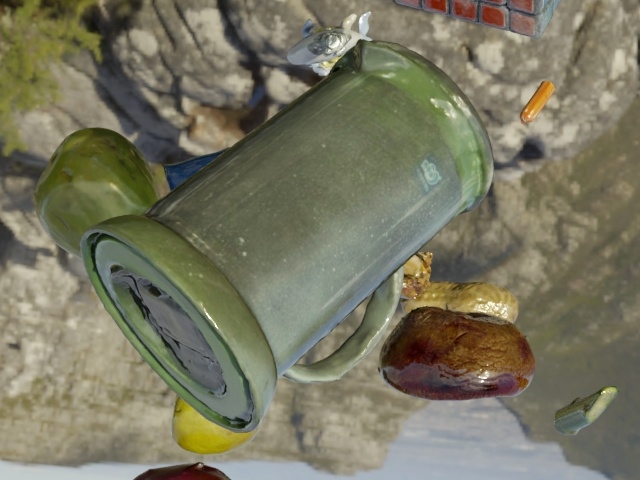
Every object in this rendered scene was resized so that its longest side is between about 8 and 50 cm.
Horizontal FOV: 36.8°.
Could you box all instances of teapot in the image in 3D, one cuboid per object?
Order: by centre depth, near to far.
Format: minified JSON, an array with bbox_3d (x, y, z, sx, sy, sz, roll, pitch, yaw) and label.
[{"bbox_3d":[0.000,0.000,0.833,0.200,0.337,0.270,20,141,45],"label":"teapot"}]

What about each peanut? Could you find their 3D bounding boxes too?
[{"bbox_3d":[0.263,0.123,1.835,0.226,0.095,0.108,4,176,19],"label":"peanut"}]

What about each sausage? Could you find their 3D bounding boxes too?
[{"bbox_3d":[0.404,-0.255,1.809,0.031,0.107,0.031,29,154,16],"label":"sausage"}]

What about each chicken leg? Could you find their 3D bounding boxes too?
[{"bbox_3d":[0.128,0.028,1.728,0.207,0.085,0.101,46,152,-25],"label":"chicken leg"}]

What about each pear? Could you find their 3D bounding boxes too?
[{"bbox_3d":[-0.184,0.305,1.697,0.162,0.148,0.149,-3,168,-13],"label":"pear"}]

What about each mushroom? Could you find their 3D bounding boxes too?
[{"bbox_3d":[0.203,0.162,1.418,0.232,0.138,0.194,-2,174,-14],"label":"mushroom"}]

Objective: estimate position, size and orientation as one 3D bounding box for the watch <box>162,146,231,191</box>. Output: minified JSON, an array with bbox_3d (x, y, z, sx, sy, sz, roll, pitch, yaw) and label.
[{"bbox_3d":[-0.141,-0.020,1.256,0.171,0.200,0.196,-12,157,-17],"label":"watch"}]

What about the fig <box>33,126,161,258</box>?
[{"bbox_3d":[-0.350,-0.065,1.699,0.314,0.233,0.233,22,166,3],"label":"fig"}]

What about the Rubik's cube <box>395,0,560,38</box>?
[{"bbox_3d":[0.243,-0.457,1.321,0.238,0.237,0.237,23,151,22],"label":"Rubik's cube"}]

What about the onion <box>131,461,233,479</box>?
[{"bbox_3d":[-0.267,0.564,1.636,0.385,0.347,0.348,-26,173,-16],"label":"onion"}]

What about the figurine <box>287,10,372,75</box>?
[{"bbox_3d":[0.026,-0.438,2.166,0.209,0.128,0.184,-14,-173,3],"label":"figurine"}]

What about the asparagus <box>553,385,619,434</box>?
[{"bbox_3d":[0.392,0.249,1.413,0.041,0.045,0.178,30,157,4],"label":"asparagus"}]
